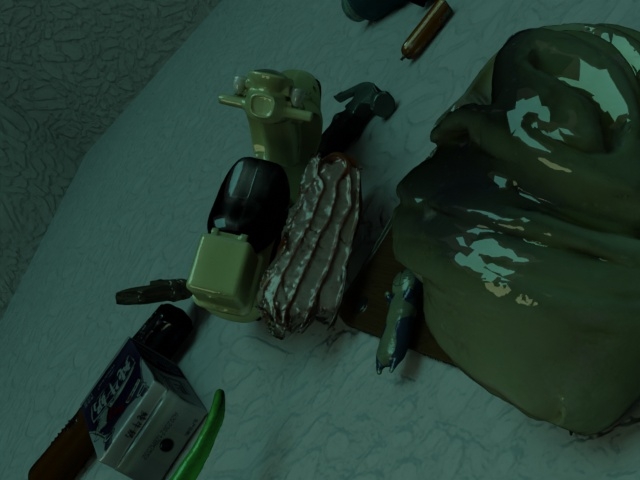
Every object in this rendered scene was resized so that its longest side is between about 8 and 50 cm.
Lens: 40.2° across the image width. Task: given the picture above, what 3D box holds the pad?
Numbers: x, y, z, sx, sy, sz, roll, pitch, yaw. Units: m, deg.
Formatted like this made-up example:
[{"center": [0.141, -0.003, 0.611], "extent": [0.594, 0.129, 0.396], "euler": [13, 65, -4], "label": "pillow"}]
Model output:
[{"center": [0.149, -0.012, 0.933], "extent": [0.284, 0.018, 0.286], "euler": [-58, 24, -9], "label": "pad"}]

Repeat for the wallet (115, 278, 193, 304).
[{"center": [-0.246, 0.081, 1.426], "extent": [0.118, 0.152, 0.039], "euler": [-8, 87, 55], "label": "wallet"}]

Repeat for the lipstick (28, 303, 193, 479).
[{"center": [-0.356, 0.276, 1.441], "extent": [0.418, 0.077, 0.077], "euler": [-50, 23, 12], "label": "lipstick"}]

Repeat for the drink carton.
[{"center": [-0.259, 0.245, 1.268], "extent": [0.134, 0.102, 0.222], "euler": [-54, 24, -4], "label": "drink carton"}]

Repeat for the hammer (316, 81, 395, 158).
[{"center": [0.016, -0.145, 1.343], "extent": [0.226, 0.041, 0.159], "euler": [-54, 22, 2], "label": "hammer"}]

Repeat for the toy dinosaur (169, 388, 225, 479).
[{"center": [-0.248, 0.430, 1.006], "extent": [0.500, 0.144, 0.374], "euler": [-63, 12, -28], "label": "toy dinosaur"}]

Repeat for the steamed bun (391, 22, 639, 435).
[{"center": [0.171, -0.035, 0.667], "extent": [0.275, 0.206, 0.320], "euler": [-41, 32, 22], "label": "steamed bun"}]

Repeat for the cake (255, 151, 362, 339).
[{"center": [-0.007, -0.001, 1.058], "extent": [0.287, 0.098, 0.135], "euler": [-75, -2, -45], "label": "cake"}]

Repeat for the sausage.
[{"center": [0.156, -0.313, 1.317], "extent": [0.107, 0.031, 0.031], "euler": [-52, 23, 7], "label": "sausage"}]

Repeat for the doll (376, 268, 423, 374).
[{"center": [0.079, 0.080, 0.881], "extent": [0.037, 0.027, 0.125], "euler": [-19, 41, 43], "label": "doll"}]

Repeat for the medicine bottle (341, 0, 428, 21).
[{"center": [0.121, -0.434, 1.493], "extent": [0.258, 0.079, 0.124], "euler": [-11, 48, 59], "label": "medicine bottle"}]

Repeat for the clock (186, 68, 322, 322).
[{"center": [-0.074, -0.080, 1.166], "extent": [0.276, 0.120, 0.379], "euler": [72, -151, -75], "label": "clock"}]
